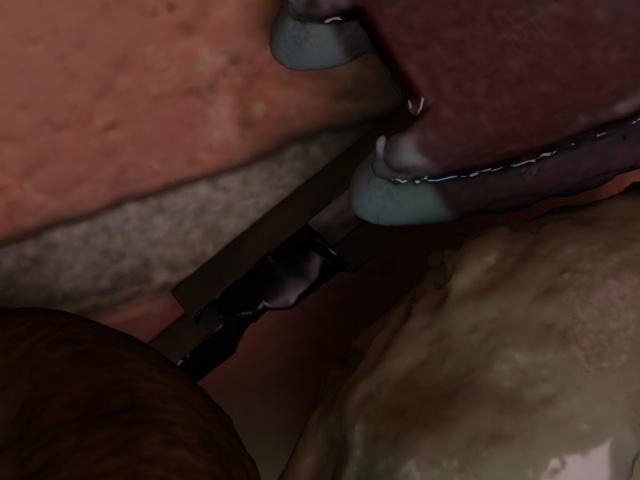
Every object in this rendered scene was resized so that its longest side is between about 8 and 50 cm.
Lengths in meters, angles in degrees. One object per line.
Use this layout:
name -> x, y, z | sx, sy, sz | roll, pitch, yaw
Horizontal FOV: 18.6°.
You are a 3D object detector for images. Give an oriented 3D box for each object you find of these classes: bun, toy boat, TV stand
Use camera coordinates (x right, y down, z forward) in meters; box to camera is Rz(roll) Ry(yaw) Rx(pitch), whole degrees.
bun -> 0.074, 0.080, 0.827 | 0.287, 0.287, 0.146 | -43, 76, -1
toy boat -> 0.100, -0.090, 0.823 | 0.227, 0.155, 0.085 | -26, 154, -4
TV stand -> 0.000, 0.000, 0.867 | 0.249, 0.036, 0.042 | -39, 119, -3

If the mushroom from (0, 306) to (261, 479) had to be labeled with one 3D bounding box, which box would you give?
mushroom -> -0.178, 0.128, 0.702 | 0.331, 0.334, 0.356 | -15, 124, -16
